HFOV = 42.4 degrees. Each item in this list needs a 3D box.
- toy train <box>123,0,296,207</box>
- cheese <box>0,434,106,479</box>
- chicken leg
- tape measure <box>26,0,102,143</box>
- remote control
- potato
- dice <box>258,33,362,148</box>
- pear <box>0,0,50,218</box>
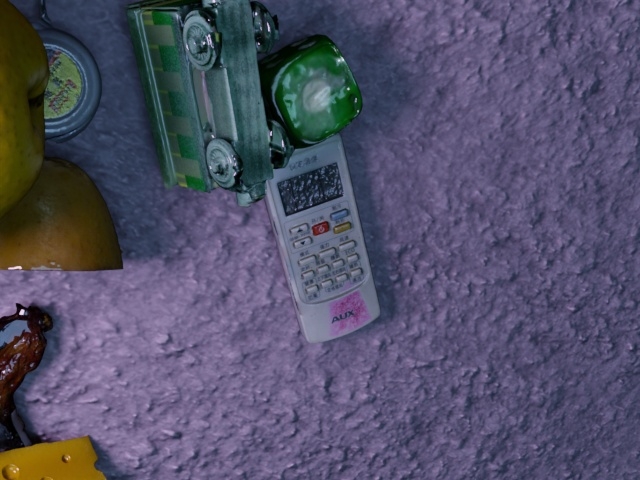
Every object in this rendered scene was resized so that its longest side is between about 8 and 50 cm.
[{"bbox_3d":[-0.146,-0.198,1.117,0.120,0.202,0.301,-28,119,-38],"label":"toy train"},{"bbox_3d":[-0.423,0.368,1.264,0.171,0.093,0.126,-15,149,-31],"label":"cheese"},{"bbox_3d":[-0.461,0.210,1.225,0.105,0.051,0.253,3,111,-28],"label":"chicken leg"},{"bbox_3d":[-0.322,-0.274,1.099,0.164,0.084,0.330,41,79,-28],"label":"tape measure"},{"bbox_3d":[0.000,0.000,1.329,0.145,0.050,0.344,-21,114,-13],"label":"remote control"},{"bbox_3d":[-0.368,-0.034,1.119,0.203,0.178,0.158,6,92,2],"label":"potato"},{"bbox_3d":[-0.023,-0.218,1.202,0.128,0.120,0.131,-31,115,-7],"label":"dice"},{"bbox_3d":[-0.495,-0.141,0.854,0.418,0.362,0.363,-5,111,-9],"label":"pear"}]
